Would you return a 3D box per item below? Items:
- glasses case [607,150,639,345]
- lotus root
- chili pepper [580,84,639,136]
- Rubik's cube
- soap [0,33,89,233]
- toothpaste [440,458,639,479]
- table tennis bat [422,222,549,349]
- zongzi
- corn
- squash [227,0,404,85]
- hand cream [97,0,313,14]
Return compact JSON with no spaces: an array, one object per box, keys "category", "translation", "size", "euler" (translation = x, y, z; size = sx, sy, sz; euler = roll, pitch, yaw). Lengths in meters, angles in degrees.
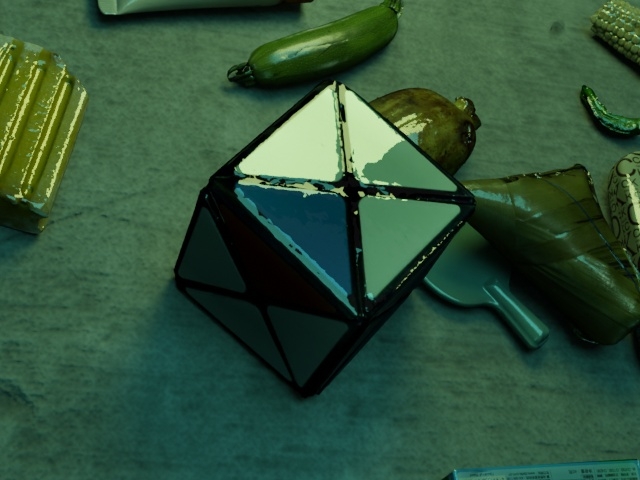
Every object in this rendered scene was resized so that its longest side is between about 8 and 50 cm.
[{"category":"glasses case","translation":[0.499,0.032,1.731],"size":[0.137,0.085,0.355],"euler":[3,63,-17]},{"category":"lotus root","translation":[0.120,-0.135,1.659],"size":[0.260,0.128,0.145],"euler":[-25,64,-30]},{"category":"chili pepper","translation":[0.439,-0.190,1.861],"size":[0.118,0.035,0.055],"euler":[34,44,11]},{"category":"Rubik's cube","translation":[0.000,0.000,1.473],"size":[0.250,0.248,0.246],"euler":[42,59,6]},{"category":"soap","translation":[-0.375,-0.135,1.509],"size":[0.140,0.073,0.232],"euler":[19,58,-12]},{"category":"toothpaste","translation":[0.281,0.317,1.523],"size":[0.266,0.050,0.065],"euler":[0,63,-20]},{"category":"table tennis bat","translation":[0.218,0.050,1.650],"size":[0.153,0.040,0.244],"euler":[-35,77,-35]},{"category":"zongzi","translation":[0.292,0.028,1.606],"size":[0.289,0.123,0.260],"euler":[-7,65,-44]},{"category":"corn","translation":[0.527,-0.308,1.927],"size":[0.211,0.087,0.087],"euler":[38,57,8]},{"category":"squash","translation":[0.014,-0.278,1.727],"size":[0.318,0.071,0.080],"euler":[-28,75,-30]},{"category":"hand cream","translation":[-0.164,-0.380,1.717],"size":[0.314,0.089,0.140],"euler":[-7,64,-15]}]
